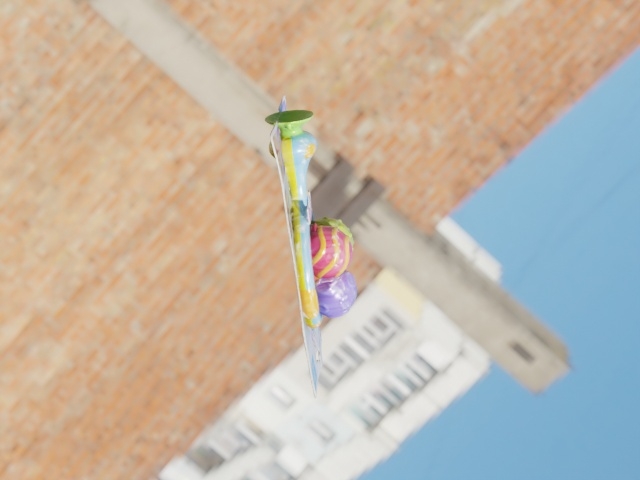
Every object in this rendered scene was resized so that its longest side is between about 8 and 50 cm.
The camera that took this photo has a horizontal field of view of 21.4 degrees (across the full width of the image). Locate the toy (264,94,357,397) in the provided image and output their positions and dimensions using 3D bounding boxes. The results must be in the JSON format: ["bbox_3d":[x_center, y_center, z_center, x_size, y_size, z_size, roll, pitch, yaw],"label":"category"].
[{"bbox_3d":[0.000,0.000,1.474,0.056,0.237,0.137,-10,-162,7],"label":"toy"}]
